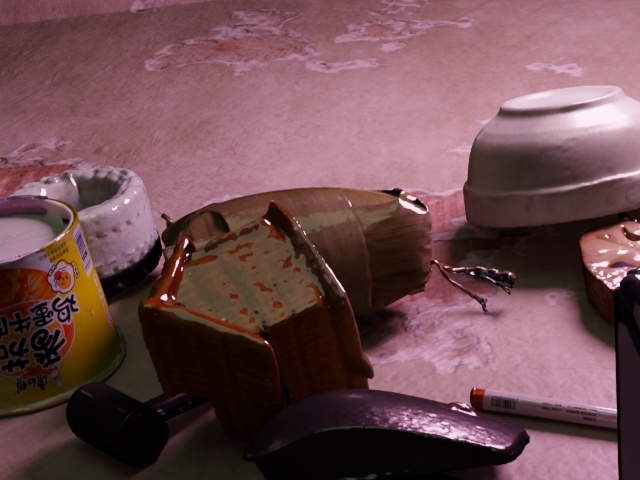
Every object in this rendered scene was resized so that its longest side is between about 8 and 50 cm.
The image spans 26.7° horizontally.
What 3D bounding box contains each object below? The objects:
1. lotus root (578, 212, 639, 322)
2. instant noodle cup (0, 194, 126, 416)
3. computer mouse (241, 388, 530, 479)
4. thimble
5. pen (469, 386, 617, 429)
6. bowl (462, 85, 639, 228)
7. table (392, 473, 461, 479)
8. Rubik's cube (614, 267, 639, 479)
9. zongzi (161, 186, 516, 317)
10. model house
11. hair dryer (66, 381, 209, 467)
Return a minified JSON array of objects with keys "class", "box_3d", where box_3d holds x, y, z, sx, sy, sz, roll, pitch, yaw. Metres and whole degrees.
[{"class":"lotus root","box_3d":[0.422,0.051,1.676,0.170,0.075,0.260,-21,30,-25]},{"class":"instant noodle cup","box_3d":[-0.394,0.075,1.722,0.264,0.200,0.264,-6,26,3]},{"class":"computer mouse","box_3d":[0.066,0.195,1.392,0.295,0.087,0.168,-6,0,6]},{"class":"thimble","box_3d":[-0.349,-0.013,1.955,0.237,0.150,0.237,-7,24,3]},{"class":"pen","box_3d":[0.270,0.188,1.486,0.218,0.026,0.026,5,28,26]},{"class":"bowl","box_3d":[0.346,-0.123,1.889,0.307,0.163,0.307,-9,12,2]},{"class":"table","box_3d":[0.094,0.281,1.317,0.133,0.043,0.133,-6,25,3]},{"class":"Rubik's cube","box_3d":[0.452,0.178,1.130,0.305,0.310,0.307,-13,25,-18]},{"class":"zongzi","box_3d":[0.000,0.000,1.817,0.446,0.182,0.418,-9,14,-10]},{"class":"model house","box_3d":[-0.083,0.110,1.527,0.229,0.199,0.220,-21,43,-16]},{"class":"hair dryer","box_3d":[-0.173,0.179,1.596,0.114,0.071,0.248,17,31,42]}]
